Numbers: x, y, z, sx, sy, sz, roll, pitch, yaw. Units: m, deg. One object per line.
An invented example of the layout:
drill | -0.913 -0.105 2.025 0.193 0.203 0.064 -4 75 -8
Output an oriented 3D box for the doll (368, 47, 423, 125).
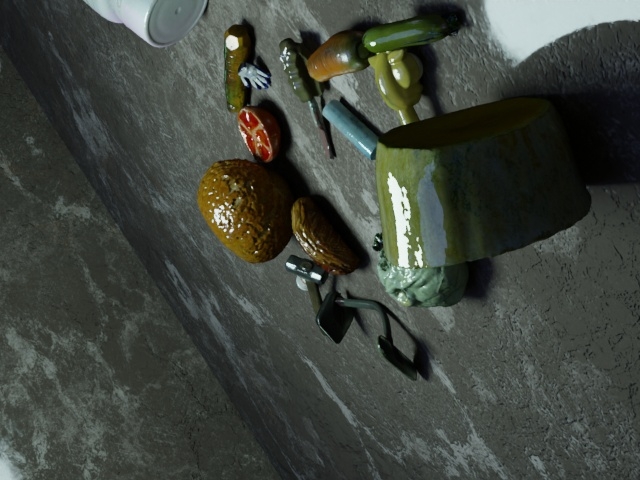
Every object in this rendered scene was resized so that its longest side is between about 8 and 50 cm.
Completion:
doll | 0.166 -0.236 1.510 0.117 0.086 0.291 -4 113 55

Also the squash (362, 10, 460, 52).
squash | 0.151 -0.354 1.391 0.183 0.052 0.052 -1 119 33

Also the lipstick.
lipstick | 0.070 -0.235 1.723 0.158 0.048 0.048 46 151 25

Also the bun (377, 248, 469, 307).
bun | 0.199 0.065 1.675 0.204 0.126 0.212 22 151 28

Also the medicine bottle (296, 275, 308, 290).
medicine bottle | -0.029 0.098 2.232 0.057 0.057 0.089 55 153 9

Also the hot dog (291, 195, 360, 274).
hot dog | 0.002 -0.001 2.014 0.227 0.099 0.160 49 -177 16

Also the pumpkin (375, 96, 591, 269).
pumpkin | 0.230 -0.104 1.270 0.332 0.332 0.199 5 120 59

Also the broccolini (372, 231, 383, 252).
broccolini | 0.201 0.000 1.771 0.254 0.071 0.057 -11 71 55

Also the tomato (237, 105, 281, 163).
tomato | -0.139 -0.272 2.022 0.155 0.069 0.155 45 153 32

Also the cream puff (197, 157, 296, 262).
cream puff | -0.175 -0.087 2.091 0.303 0.212 0.303 55 -169 -17

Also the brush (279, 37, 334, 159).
brush | -0.016 -0.306 1.799 0.084 0.071 0.301 51 166 53

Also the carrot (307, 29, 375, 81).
carrot | 0.037 -0.366 1.609 0.193 0.087 0.087 9 125 62

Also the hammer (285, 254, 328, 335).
hammer | -0.012 0.166 2.220 0.111 0.043 0.365 20 151 22

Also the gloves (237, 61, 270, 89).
gloves | -0.159 -0.390 1.948 0.086 0.026 0.064 27 140 -22

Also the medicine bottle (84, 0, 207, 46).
medicine bottle | -0.455 -0.645 1.976 0.325 0.256 0.256 42 150 15

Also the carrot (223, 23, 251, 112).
carrot | -0.203 -0.415 1.995 0.070 0.070 0.260 46 152 24

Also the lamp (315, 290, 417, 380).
lamp | 0.134 0.244 2.076 0.283 0.124 0.203 19 154 49
